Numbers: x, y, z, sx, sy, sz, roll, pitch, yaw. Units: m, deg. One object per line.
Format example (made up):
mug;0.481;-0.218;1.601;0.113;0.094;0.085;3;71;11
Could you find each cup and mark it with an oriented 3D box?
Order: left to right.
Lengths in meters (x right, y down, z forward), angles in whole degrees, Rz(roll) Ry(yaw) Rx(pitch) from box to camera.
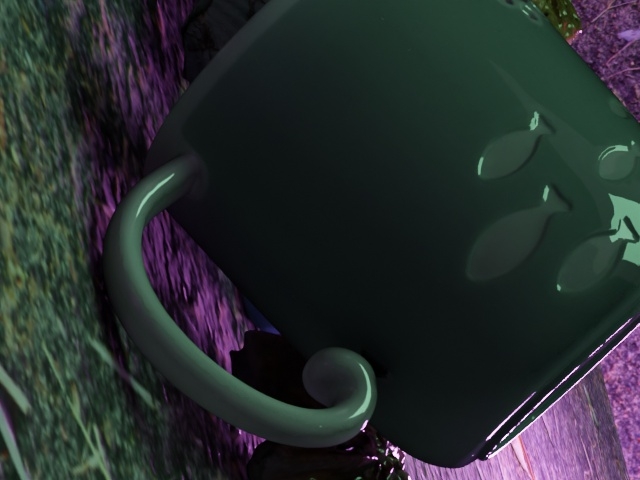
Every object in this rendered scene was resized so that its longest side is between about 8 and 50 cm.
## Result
cup;0.042;0.001;1.178;0.274;0.259;0.356;46;52;10

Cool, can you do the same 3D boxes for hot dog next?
hot dog;-0.011;-0.199;1.420;0.082;0.162;0.270;39;40;-1

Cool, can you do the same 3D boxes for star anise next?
star anise;0.012;0.165;1.304;0.236;0.093;0.229;25;42;-78

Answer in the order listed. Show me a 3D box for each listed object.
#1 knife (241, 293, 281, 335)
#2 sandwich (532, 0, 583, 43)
knife;-0.009;0.096;1.453;0.244;0.032;0.058;64;12;-50
sandwich;0.073;-0.218;1.689;0.131;0.262;0.325;-60;131;-67
